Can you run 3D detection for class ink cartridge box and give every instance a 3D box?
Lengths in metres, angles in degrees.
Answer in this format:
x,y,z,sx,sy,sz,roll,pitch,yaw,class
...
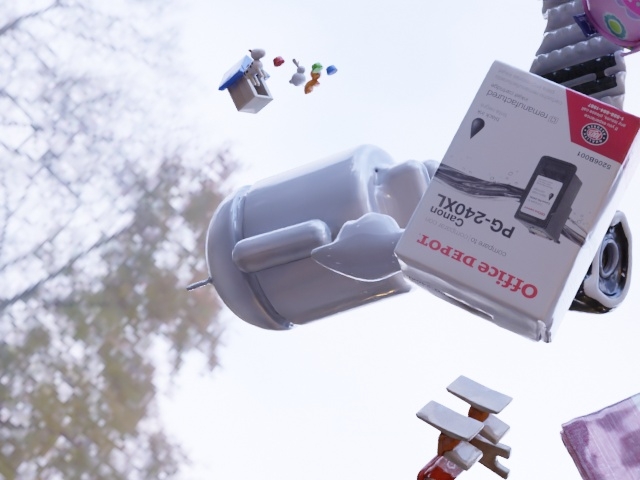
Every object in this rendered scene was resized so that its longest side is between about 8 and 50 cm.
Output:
x,y,z,sx,sy,sz,roll,pitch,yaw,class
0.130,-0.024,0.978,0.109,0.150,0.063,25,-10,17,ink cartridge box

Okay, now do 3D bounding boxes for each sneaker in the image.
x,y,z,sx,sy,sz,roll,pitch,yaw,class
0.280,-0.207,1.583,0.110,0.292,0.118,-8,-17,28,sneaker

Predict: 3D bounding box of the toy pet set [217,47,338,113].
x,y,z,sx,sy,sz,roll,pitch,yaw,class
-0.064,-0.213,1.871,0.114,0.122,0.065,-36,-112,29,toy pet set

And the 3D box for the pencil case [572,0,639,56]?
x,y,z,sx,sy,sz,roll,pitch,yaw,class
0.386,-0.267,1.477,0.124,0.284,0.124,36,-43,43,pencil case

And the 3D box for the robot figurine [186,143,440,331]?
x,y,z,sx,sy,sz,roll,pitch,yaw,class
0.000,0.000,1.933,0.353,0.300,0.200,-18,-98,24,robot figurine

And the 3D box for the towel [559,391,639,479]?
x,y,z,sx,sy,sz,roll,pitch,yaw,class
0.353,0.140,1.051,0.329,0.237,0.037,-22,-62,2,towel

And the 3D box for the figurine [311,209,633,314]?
x,y,z,sx,sy,sz,roll,pitch,yaw,class
0.127,0.014,1.303,0.209,0.215,0.092,0,-94,42,figurine

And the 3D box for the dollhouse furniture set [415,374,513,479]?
x,y,z,sx,sy,sz,roll,pitch,yaw,class
0.152,0.352,2.149,0.135,0.259,0.262,24,-49,31,dollhouse furniture set
